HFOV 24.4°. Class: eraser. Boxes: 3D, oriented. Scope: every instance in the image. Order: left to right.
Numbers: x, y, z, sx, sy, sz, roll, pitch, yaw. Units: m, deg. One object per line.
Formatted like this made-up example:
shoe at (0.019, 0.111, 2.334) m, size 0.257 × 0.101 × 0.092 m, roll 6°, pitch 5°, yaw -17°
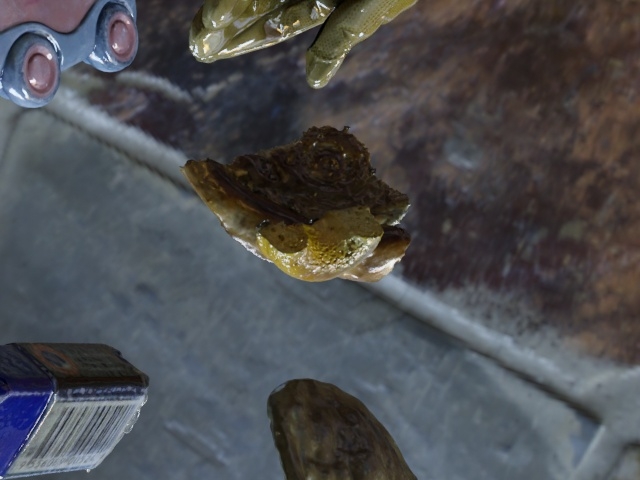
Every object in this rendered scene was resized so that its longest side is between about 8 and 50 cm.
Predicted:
eraser at (-0.343, 0.205, 1.773) m, size 0.101 × 0.332 × 0.155 m, roll 37°, pitch 101°, yaw 24°

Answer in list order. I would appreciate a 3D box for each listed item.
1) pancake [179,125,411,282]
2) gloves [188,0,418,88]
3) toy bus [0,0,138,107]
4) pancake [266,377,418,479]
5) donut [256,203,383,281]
pancake at (-0.010, -0.035, 1.711) m, size 0.212 × 0.257 × 0.056 m, roll 60°, pitch 151°, yaw 20°
gloves at (0.026, -0.250, 1.218) m, size 0.331 × 0.141 × 0.154 m, roll -31°, pitch 136°, yaw 15°
toy bus at (-0.331, -0.262, 1.491) m, size 0.197 × 0.294 × 0.232 m, roll 1°, pitch 112°, yaw 31°
pancake at (0.034, 0.241, 1.490) m, size 0.050 × 0.242 × 0.242 m, roll -37°, pitch 97°, yaw 26°
donut at (0.000, 0.000, 0.984) m, size 0.067 × 0.083 × 0.038 m, roll -44°, pitch 58°, yaw 10°
